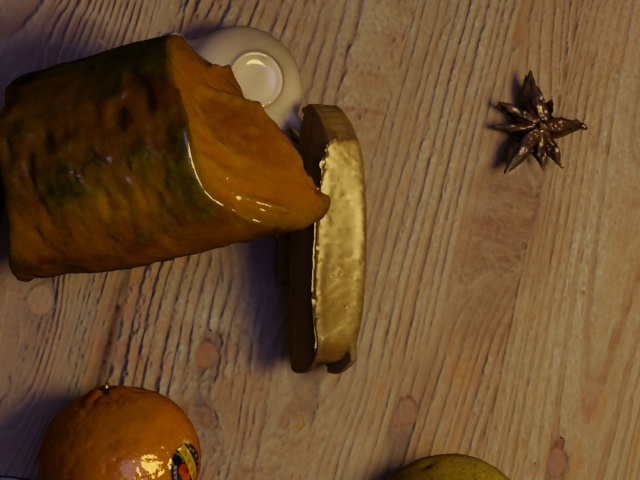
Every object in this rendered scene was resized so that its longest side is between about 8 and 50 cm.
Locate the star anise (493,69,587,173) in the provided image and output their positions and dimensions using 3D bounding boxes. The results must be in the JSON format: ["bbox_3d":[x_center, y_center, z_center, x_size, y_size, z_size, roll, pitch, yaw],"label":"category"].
[{"bbox_3d":[0.270,-0.134,1.810,0.124,0.056,0.129,42,74,-12],"label":"star anise"}]

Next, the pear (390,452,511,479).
[{"bbox_3d":[0.161,0.349,1.666,0.197,0.197,0.197,2,85,-19],"label":"pear"}]

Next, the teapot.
[{"bbox_3d":[-0.083,-0.176,1.678,0.226,0.092,0.145,42,75,-15],"label":"teapot"}]

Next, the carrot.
[{"bbox_3d":[-0.181,-0.094,1.521,0.340,0.241,0.242,-13,90,6],"label":"carrot"}]

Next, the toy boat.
[{"bbox_3d":[0.000,0.000,1.665,0.089,0.121,0.321,-1,94,-25],"label":"toy boat"}]

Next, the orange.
[{"bbox_3d":[-0.218,0.239,1.547,0.177,0.177,0.155,-29,122,-19],"label":"orange"}]

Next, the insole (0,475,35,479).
[{"bbox_3d":[-0.308,0.330,1.599,0.327,0.007,0.111,12,83,-18],"label":"insole"}]

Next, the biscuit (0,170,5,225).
[{"bbox_3d":[-0.536,0.005,1.464,0.395,0.166,0.343,13,80,-16],"label":"biscuit"}]
